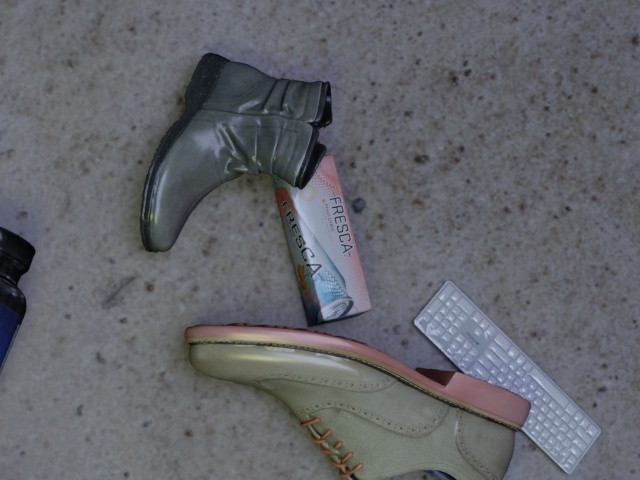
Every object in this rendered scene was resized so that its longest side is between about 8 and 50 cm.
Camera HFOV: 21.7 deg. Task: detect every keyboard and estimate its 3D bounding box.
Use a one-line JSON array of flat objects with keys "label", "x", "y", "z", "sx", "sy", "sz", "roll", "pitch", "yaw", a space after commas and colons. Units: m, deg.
[{"label": "keyboard", "x": 0.217, "y": 0.158, "z": 1.929, "sx": 0.256, "sy": 0.014, "sz": 0.072, "roll": 44, "pitch": 70, "yaw": -6}]

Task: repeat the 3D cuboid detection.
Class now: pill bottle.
[{"label": "pill bottle", "x": -0.372, "y": 0.092, "z": 1.693, "sx": 0.123, "sy": 0.123, "sz": 0.219, "roll": 23, "pitch": 74, "yaw": -13}]

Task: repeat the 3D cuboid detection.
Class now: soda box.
[{"label": "soda box", "x": 0.000, "y": 0.000, "z": 1.865, "sx": 0.063, "sy": 0.058, "sz": 0.183, "roll": -13, "pitch": 83, "yaw": -20}]

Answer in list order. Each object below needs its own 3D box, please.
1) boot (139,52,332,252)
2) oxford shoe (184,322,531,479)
[{"label": "boot", "x": -0.087, "y": -0.085, "z": 1.809, "sx": 0.161, "sy": 0.083, "sz": 0.246, "roll": 17, "pitch": 72, "yaw": 12}, {"label": "oxford shoe", "x": 0.035, "y": 0.186, "z": 1.802, "sx": 0.397, "sy": 0.140, "sz": 0.146, "roll": 17, "pitch": 82, "yaw": -12}]
